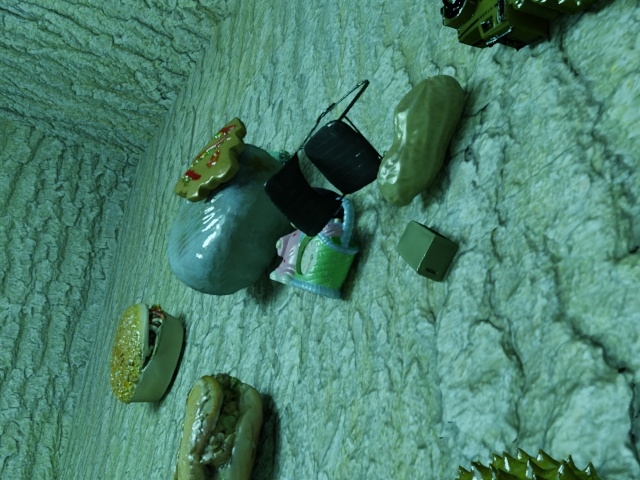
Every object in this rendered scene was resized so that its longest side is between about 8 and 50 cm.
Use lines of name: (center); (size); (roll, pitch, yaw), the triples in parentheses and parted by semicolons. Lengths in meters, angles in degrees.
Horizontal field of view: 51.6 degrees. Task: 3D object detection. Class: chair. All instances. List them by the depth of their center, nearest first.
chair: (0.030, -0.130, 1.089); (0.221, 0.140, 0.145); (-51, 14, -33)

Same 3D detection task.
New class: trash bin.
trash bin: (0.149, 0.012, 0.957); (0.061, 0.043, 0.092); (-65, 24, 10)

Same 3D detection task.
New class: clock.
clock: (0.000, 0.000, 1.213); (0.194, 0.100, 0.196); (7, 80, 61)

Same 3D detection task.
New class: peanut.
peanut: (0.151, -0.154, 1.018); (0.090, 0.098, 0.214); (22, 93, 53)

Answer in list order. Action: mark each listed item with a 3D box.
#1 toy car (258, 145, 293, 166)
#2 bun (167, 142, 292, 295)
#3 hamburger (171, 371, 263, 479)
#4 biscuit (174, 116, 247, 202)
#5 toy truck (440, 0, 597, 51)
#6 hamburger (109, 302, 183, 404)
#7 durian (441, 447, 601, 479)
toy car: (-0.121, -0.182, 1.648); (0.186, 0.058, 0.093); (14, 83, 54)
bun: (-0.194, -0.041, 1.497); (0.362, 0.211, 0.362); (-40, 37, 39)
hamburger: (-0.200, 0.380, 1.263); (0.243, 0.146, 0.286); (-63, 19, 21)
biscuit: (-0.227, -0.182, 1.426); (0.212, 0.041, 0.239); (-16, 44, 46)
toy truck: (0.275, -0.326, 0.875); (0.257, 0.127, 0.127); (-10, 77, 63)
hamburger: (-0.520, 0.329, 1.933); (0.302, 0.170, 0.302); (-47, 32, 42)
durian: (0.178, 0.290, 0.593); (0.306, 0.166, 0.172); (-27, 17, 49)
